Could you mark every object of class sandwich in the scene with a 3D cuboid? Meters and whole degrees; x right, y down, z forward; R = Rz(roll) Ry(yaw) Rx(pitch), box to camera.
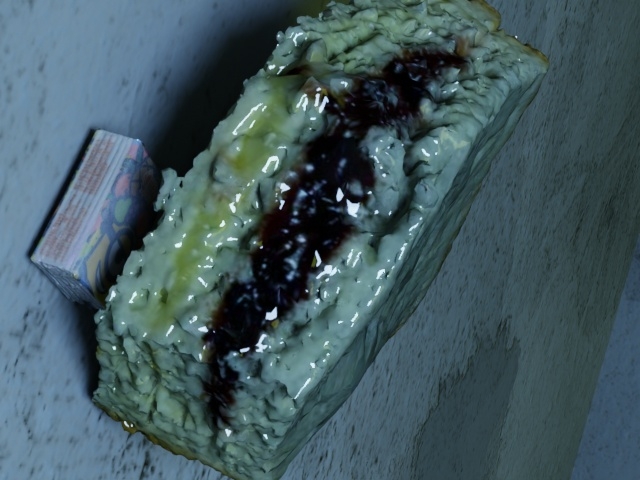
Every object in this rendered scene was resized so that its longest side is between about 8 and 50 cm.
[{"bbox_3d":[-0.001,0.000,0.806,0.325,0.131,0.262,-42,162,-56],"label":"sandwich"}]

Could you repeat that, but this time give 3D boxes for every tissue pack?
[{"bbox_3d":[-0.118,-0.010,0.736,0.063,0.035,0.083,66,42,-63],"label":"tissue pack"}]
